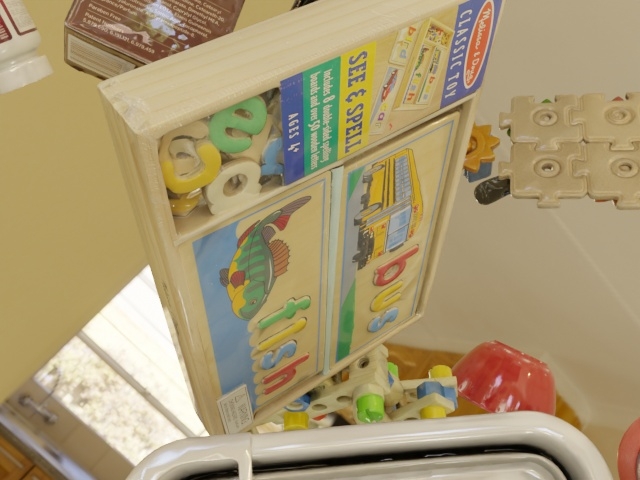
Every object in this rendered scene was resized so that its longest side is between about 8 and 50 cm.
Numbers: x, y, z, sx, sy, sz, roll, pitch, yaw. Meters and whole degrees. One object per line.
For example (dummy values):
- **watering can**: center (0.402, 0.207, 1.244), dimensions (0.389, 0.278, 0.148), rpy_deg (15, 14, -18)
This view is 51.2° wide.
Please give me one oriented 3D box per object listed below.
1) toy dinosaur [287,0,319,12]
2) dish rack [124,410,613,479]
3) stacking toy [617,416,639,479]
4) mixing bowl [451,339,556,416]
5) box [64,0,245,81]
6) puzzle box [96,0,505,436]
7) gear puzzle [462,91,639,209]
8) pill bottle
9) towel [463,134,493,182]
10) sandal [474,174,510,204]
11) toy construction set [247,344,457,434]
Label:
- **toy dinosaur**: center (0.056, -0.367, 0.926), dimensions (0.164, 0.218, 0.322), rpy_deg (36, -39, -8)
- **dish rack**: center (0.039, 0.263, 0.415), dimensions (0.072, 0.333, 0.285), rpy_deg (91, -6, -57)
- **stacking toy**: center (0.436, 0.376, 0.771), dimensions (0.280, 0.308, 0.130), rpy_deg (35, -1, -6)
- **mixing bowl**: center (0.286, 0.214, 1.024), dimensions (0.182, 0.098, 0.181), rpy_deg (24, -1, 0)
- **box**: center (-0.189, -0.285, 0.800), dimensions (0.167, 0.203, 0.168), rpy_deg (22, -7, -19)
- **puzzle box**: center (0.000, 0.000, 0.549), dimensions (0.052, 0.272, 0.408), rpy_deg (47, -26, 30)
- **gear puzzle**: center (0.290, -0.096, 0.763), dimensions (0.339, 0.175, 0.044), rpy_deg (1, -36, 14)
- **pill bottle**: center (-0.561, -0.373, 1.148), dimensions (0.121, 0.121, 0.221), rpy_deg (14, -48, 54)
- **towel**: center (0.363, -0.189, 1.531), dimensions (0.119, 0.067, 0.029), rpy_deg (78, -6, -47)
- **sandal**: center (0.415, -0.128, 1.435), dimensions (0.067, 0.179, 0.040), rpy_deg (62, -9, -9)
- **toy construction set**: center (-0.011, 0.212, 0.807), dimensions (0.215, 0.328, 0.151), rpy_deg (42, 20, -38)
